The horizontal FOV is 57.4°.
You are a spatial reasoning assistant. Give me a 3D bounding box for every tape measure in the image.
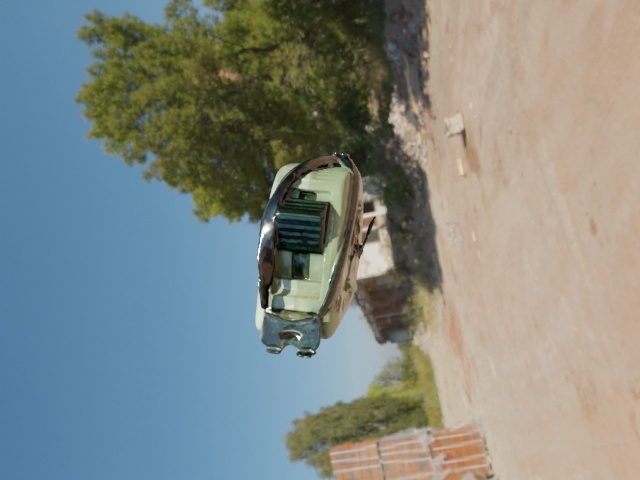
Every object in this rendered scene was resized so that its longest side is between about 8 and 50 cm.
[{"bbox_3d":[0.000,0.000,0.682,0.235,0.115,0.207,-38,-45,-76],"label":"tape measure"}]
